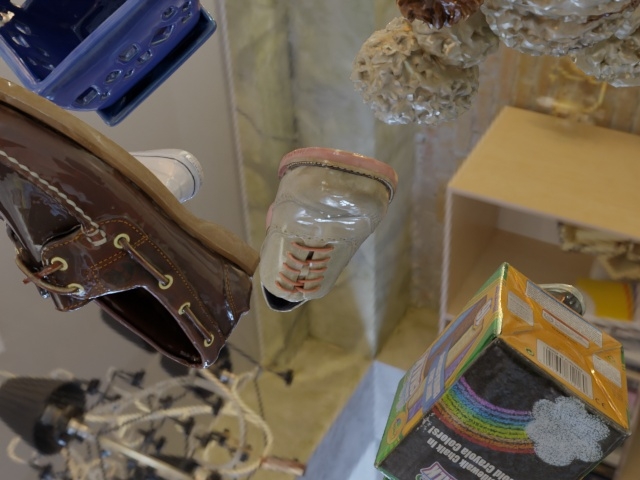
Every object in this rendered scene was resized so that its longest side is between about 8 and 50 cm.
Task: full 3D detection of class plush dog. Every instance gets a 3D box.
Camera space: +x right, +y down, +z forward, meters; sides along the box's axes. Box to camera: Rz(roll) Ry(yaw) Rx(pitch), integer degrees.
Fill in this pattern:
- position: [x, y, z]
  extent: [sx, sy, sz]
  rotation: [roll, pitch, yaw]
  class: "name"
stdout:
- position: [0.149, -0.188, 0.582]
  extent: [0.225, 0.262, 0.211]
  rotation: [-125, 25, -77]
  class: "plush dog"

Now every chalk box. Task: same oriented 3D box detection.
- position: [0.188, 0.208, 1.045]
  extent: [0.289, 0.180, 0.179]
  rotation: [-52, 4, 29]
  class: "chalk box"

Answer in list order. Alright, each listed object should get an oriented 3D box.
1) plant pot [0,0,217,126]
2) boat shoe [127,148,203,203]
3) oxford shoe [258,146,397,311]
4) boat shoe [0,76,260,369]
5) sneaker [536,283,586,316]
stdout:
- position: [-0.285, -0.299, 1.166]
  extent: [0.236, 0.236, 0.212]
  rotation: [-42, -18, 6]
  class: "plant pot"
- position: [-0.239, -0.058, 0.982]
  extent: [0.076, 0.226, 0.083]
  rotation: [-52, -52, -55]
  class: "boat shoe"
- position: [0.000, 0.000, 1.098]
  extent: [0.397, 0.140, 0.147]
  rotation: [116, 167, -73]
  class: "oxford shoe"
- position: [-0.100, 0.001, 0.418]
  extent: [0.207, 0.073, 0.073]
  rotation: [40, -112, -47]
  class: "boat shoe"
- position: [0.287, 0.122, 1.408]
  extent: [0.118, 0.222, 0.083]
  rotation: [-30, -81, -39]
  class: "sneaker"
